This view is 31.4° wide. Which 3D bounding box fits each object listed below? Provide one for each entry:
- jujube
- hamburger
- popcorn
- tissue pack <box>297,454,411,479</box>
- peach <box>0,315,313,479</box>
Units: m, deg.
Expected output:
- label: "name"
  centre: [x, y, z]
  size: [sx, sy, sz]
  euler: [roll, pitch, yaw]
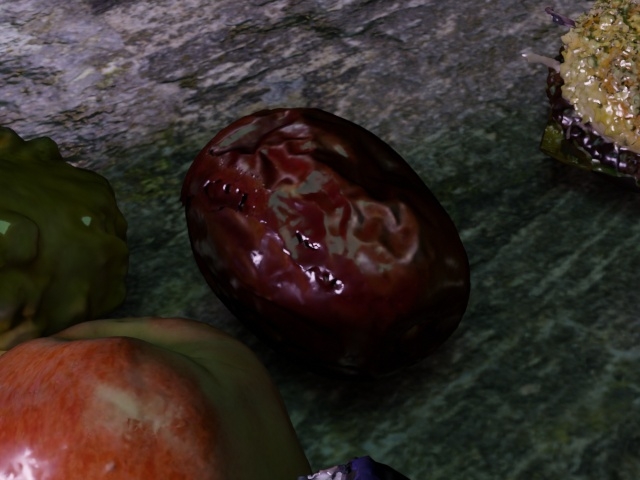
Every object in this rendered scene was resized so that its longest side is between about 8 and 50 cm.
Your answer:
- label: "jujube"
  centre: [0.000, 0.000, 0.886]
  size: [0.183, 0.183, 0.243]
  euler: [-31, 57, -23]
- label: "hamburger"
  centre: [0.311, -0.145, 1.016]
  size: [0.261, 0.139, 0.243]
  euler: [9, 47, 13]
- label: "popcorn"
  centre: [-0.279, 0.014, 0.870]
  size: [0.266, 0.192, 0.233]
  euler: [-5, 26, -26]
- label: "tissue pack"
  centre: [0.054, 0.296, 0.531]
  size: [0.123, 0.245, 0.332]
  euler: [-25, 36, 28]
- label: "peach"
  centre: [-0.110, 0.176, 0.688]
  size: [0.232, 0.257, 0.232]
  euler: [-3, 7, 0]
